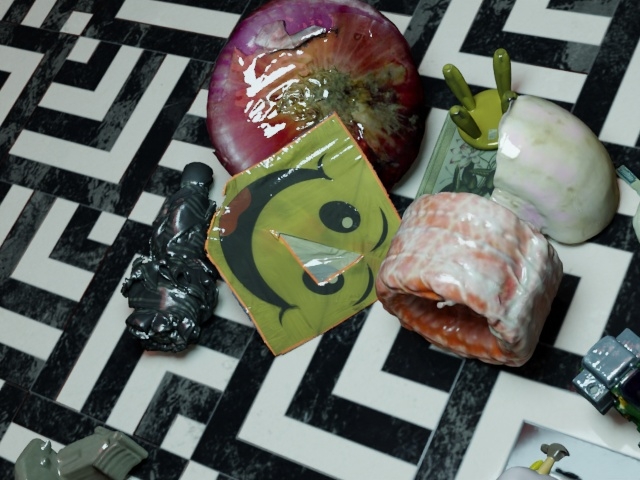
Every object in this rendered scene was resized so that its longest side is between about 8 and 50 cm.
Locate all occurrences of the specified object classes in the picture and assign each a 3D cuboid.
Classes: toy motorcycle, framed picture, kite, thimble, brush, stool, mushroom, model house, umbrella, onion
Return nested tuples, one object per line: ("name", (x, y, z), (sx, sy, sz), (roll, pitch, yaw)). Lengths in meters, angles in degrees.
("toy motorcycle", (0.419, 0.212, 1.319), (0.125, 0.187, 0.275), (-43, 53, -5))
("framed picture", (0.238, -0.095, 1.676), (0.173, 0.010, 0.231), (10, 66, 27))
("kite", (0.000, 0.001, 1.612), (0.328, 0.013, 0.377), (16, 101, -5))
("thimble", (0.199, 0.055, 1.479), (0.239, 0.239, 0.162), (18, 68, 30))
("brush", (0.455, -0.079, 1.577), (0.016, 0.013, 0.083), (-35, 56, -2))
("stool", (0.249, -0.210, 1.664), (0.135, 0.110, 0.134), (32, 76, 32))
("mushroom", (0.329, -0.097, 1.534), (0.173, 0.162, 0.236), (19, 65, 22))
("model house", (-0.330, 0.376, 1.578), (0.188, 0.122, 0.229), (-17, 54, 10))
("umbrella", (-0.212, 0.014, 1.738), (0.154, 0.128, 0.336), (4, 61, 27))
("onion", (-0.011, -0.205, 1.711), (0.348, 0.285, 0.347), (0, 88, -12))

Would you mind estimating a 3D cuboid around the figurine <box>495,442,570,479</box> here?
("figurine", (0.232, 0.353, 1.363), (0.229, 0.137, 0.112), (-36, 86, 5))

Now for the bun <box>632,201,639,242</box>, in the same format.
("bun", (0.534, -0.025, 1.438), (0.231, 0.133, 0.231), (-8, 69, 21))
